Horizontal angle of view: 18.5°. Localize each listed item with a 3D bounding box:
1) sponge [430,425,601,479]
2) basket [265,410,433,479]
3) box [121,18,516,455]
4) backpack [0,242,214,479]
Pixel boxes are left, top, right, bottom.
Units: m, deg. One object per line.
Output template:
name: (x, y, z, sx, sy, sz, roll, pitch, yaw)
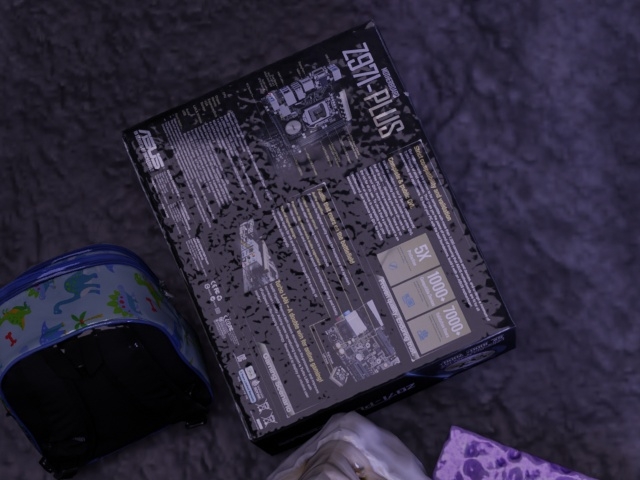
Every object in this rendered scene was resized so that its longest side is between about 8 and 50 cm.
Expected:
sponge: (0.083, 0.209, 0.997, 0.117, 0.031, 0.210, 21, 82, 10)
basket: (-0.014, 0.313, 0.761, 0.328, 0.266, 0.331, 46, 113, 1)
box: (0.000, 0.000, 1.026, 0.147, 0.077, 0.180, -25, 77, 1)
backpack: (-0.120, 0.053, 1.009, 0.105, 0.114, 0.084, -22, 57, 3)
